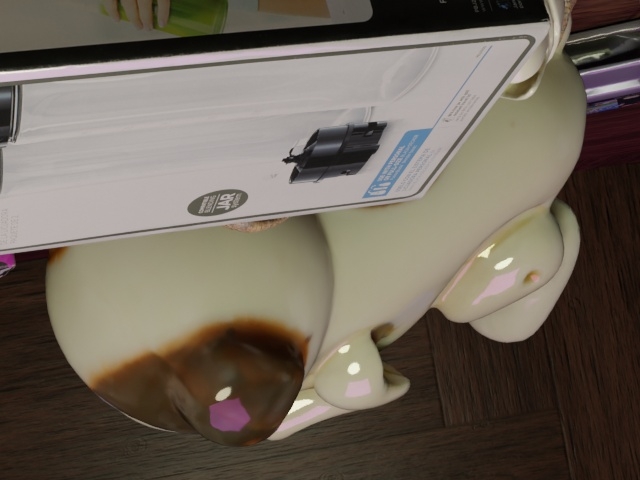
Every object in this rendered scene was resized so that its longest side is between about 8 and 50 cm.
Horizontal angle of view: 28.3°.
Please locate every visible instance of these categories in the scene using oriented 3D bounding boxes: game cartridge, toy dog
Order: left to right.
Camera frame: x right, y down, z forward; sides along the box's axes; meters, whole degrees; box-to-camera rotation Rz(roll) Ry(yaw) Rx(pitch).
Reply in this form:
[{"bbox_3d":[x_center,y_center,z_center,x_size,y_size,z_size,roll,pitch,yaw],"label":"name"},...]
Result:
[{"bbox_3d":[0.000,0.000,0.906,0.408,0.284,0.395,-28,171,-34],"label":"toy dog"},{"bbox_3d":[0.225,-0.159,1.309,0.355,0.068,0.230,-11,172,15],"label":"game cartridge"}]

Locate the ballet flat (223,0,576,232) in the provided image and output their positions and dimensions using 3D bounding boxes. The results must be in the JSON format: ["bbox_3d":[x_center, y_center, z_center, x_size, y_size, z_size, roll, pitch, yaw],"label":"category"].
[{"bbox_3d":[0.055,-0.094,0.695,0.316,0.107,0.106,-34,-147,-15],"label":"ballet flat"}]

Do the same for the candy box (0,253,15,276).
[{"bbox_3d":[-0.342,-0.038,0.873,0.234,0.159,0.071,-9,175,-21],"label":"candy box"}]

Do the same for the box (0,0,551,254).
[{"bbox_3d":[-0.078,-0.069,0.510,0.290,0.087,0.169,-7,160,-19],"label":"box"}]
